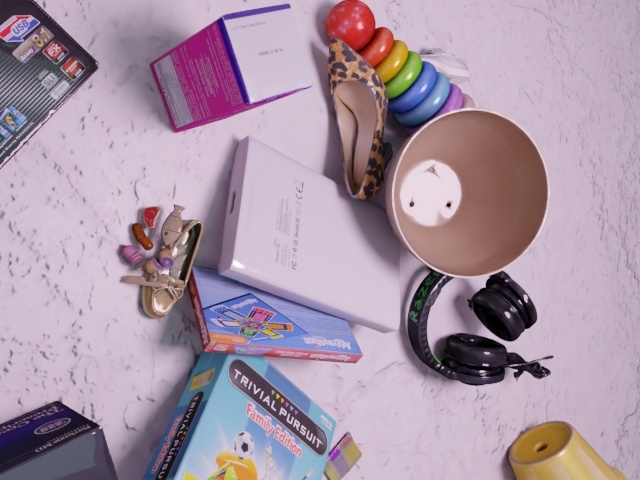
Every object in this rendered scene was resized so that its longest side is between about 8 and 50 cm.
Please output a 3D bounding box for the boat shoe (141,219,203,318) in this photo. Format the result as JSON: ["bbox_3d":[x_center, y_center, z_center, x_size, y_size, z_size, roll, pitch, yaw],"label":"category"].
[{"bbox_3d":[-0.212,0.040,0.851,0.056,0.048,0.153,33,69,-33],"label":"boat shoe"}]

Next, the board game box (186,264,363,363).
[{"bbox_3d":[-0.068,0.120,0.920,0.281,0.145,0.027,14,125,-37],"label":"board game box"}]

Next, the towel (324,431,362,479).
[{"bbox_3d":[0.039,0.396,1.065,0.083,0.009,0.060,-40,113,-32],"label":"towel"}]

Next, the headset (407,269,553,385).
[{"bbox_3d":[0.340,0.193,1.242,0.394,0.185,0.243,33,85,-22],"label":"headset"}]

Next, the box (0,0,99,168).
[{"bbox_3d":[-0.430,-0.190,0.677,0.216,0.060,0.270,47,62,-28],"label":"box"}]

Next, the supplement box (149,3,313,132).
[{"bbox_3d":[-0.130,-0.232,0.816,0.111,0.220,0.114,-27,106,-35],"label":"supplement box"}]

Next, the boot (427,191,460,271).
[{"bbox_3d":[0.291,-0.030,1.248,0.137,0.077,0.198,2,101,-43],"label":"boot"}]

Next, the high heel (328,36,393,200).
[{"bbox_3d":[0.056,-0.205,1.015,0.261,0.093,0.186,64,33,-27],"label":"high heel"}]

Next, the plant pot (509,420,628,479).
[{"bbox_3d":[0.563,0.561,1.346,0.254,0.254,0.239,-34,93,-34],"label":"plant pot"}]

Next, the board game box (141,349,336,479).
[{"bbox_3d":[-0.116,0.344,0.828,0.254,0.079,0.336,48,41,-27],"label":"board game box"}]

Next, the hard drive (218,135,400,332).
[{"bbox_3d":[0.000,0.000,0.987,0.353,0.047,0.233,24,57,-35],"label":"hard drive"}]

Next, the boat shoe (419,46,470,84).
[{"bbox_3d":[0.245,-0.369,1.222,0.184,0.066,0.063,-6,79,-36],"label":"boat shoe"}]

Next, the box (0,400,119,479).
[{"bbox_3d":[-0.375,0.283,0.628,0.261,0.184,0.103,-20,101,-38],"label":"box"}]

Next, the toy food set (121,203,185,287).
[{"bbox_3d":[-0.241,0.002,0.828,0.078,0.019,0.122,8,77,1],"label":"toy food set"}]

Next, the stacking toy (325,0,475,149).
[{"bbox_3d":[0.143,-0.317,1.098,0.330,0.141,0.141,39,66,-27],"label":"stacking toy"}]

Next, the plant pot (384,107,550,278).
[{"bbox_3d":[0.235,-0.085,1.065,0.284,0.191,0.284,-1,96,-11],"label":"plant pot"}]
